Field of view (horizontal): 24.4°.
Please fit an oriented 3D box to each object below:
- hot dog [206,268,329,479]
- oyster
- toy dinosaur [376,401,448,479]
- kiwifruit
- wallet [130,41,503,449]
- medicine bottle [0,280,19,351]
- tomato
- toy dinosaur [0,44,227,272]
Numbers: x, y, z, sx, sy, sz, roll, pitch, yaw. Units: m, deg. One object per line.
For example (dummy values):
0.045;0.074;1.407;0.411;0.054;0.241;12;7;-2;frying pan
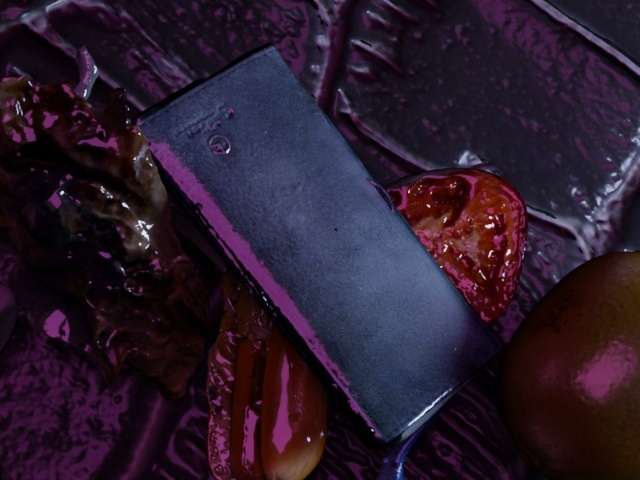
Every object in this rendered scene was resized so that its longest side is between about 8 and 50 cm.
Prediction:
-0.048;0.073;1.414;0.100;0.135;0.337;20;67;-31;hot dog
-0.235;0.010;1.371;0.221;0.361;0.096;5;38;33;oyster
0.032;0.292;1.307;0.144;0.076;0.329;8;68;-4;toy dinosaur
0.268;0.126;1.382;0.234;0.196;0.196;-38;77;-23;kiwifruit
0.000;0.000;1.362;0.191;0.046;0.379;-35;84;-33;wallet
-0.393;0.050;1.414;0.191;0.107;0.107;30;71;7;medicine bottle
0.111;0.009;1.472;0.174;0.082;0.166;12;74;-4;tomato
-0.250;-0.071;1.475;0.393;0.092;0.205;37;73;8;toy dinosaur
